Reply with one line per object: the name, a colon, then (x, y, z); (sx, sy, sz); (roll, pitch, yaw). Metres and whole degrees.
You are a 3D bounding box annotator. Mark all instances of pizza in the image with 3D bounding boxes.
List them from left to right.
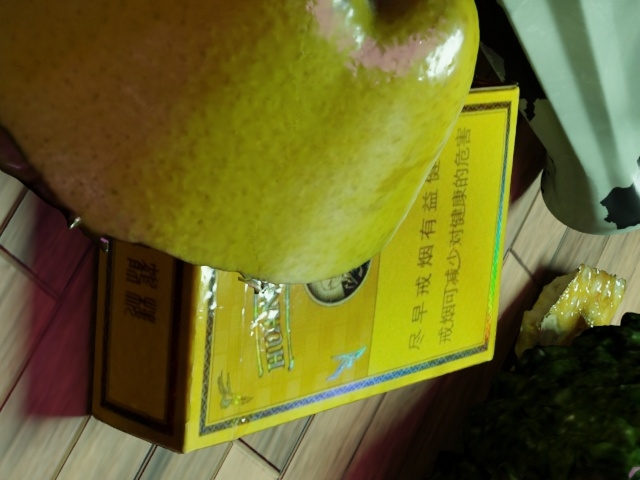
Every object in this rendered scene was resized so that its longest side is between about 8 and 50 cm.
pizza: (0.189, 0.071, 1.282); (0.160, 0.036, 0.099); (-51, 136, -29)

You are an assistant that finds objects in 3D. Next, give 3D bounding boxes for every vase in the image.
vase: (0.163, -0.154, 1.090); (0.165, 0.165, 0.360); (-56, 143, -23)

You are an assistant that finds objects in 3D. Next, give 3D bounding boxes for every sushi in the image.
sushi: (0.200, 0.252, 1.203); (0.294, 0.178, 0.352); (-12, 115, -30)

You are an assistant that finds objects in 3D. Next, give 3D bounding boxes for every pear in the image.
pear: (-0.023, -0.121, 0.773); (0.267, 0.178, 0.267); (21, 47, -24)

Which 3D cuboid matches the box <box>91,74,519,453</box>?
box: (0.000, 0.000, 0.985); (0.301, 0.084, 0.192); (-11, 109, -49)
